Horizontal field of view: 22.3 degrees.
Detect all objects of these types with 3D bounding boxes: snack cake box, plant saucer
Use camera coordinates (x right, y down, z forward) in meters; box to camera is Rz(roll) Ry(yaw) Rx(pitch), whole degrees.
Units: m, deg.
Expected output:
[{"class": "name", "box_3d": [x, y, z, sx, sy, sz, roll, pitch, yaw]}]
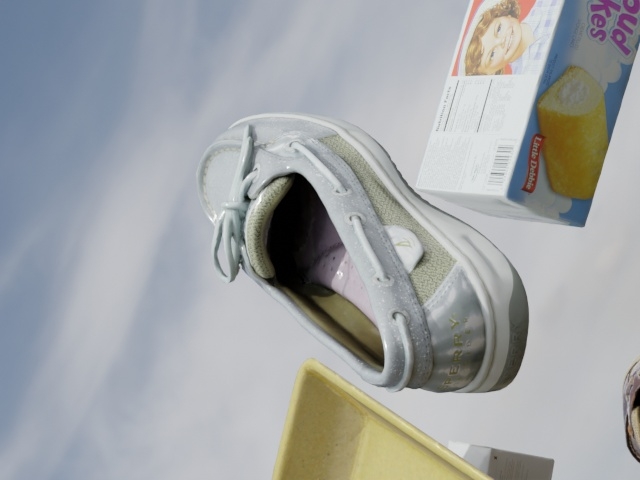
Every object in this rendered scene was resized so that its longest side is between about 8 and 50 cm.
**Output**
[{"class": "snack cake box", "box_3d": [0.188, -0.152, 1.396, 0.152, 0.089, 0.264, 10, 83, 64]}, {"class": "plant saucer", "box_3d": [0.071, 0.311, 1.405, 0.081, 0.333, 0.333, 1, -70, -39]}]

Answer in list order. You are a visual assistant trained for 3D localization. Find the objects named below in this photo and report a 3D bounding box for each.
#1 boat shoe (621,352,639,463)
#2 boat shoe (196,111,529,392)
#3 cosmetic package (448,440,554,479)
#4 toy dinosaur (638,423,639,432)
[{"class": "boat shoe", "box_3d": [0.397, 0.197, 1.876, 0.123, 0.123, 0.342, -54, -15, -26]}, {"class": "boat shoe", "box_3d": [0.000, 0.003, 1.028, 0.103, 0.320, 0.118, -5, -61, -33]}, {"class": "cosmetic package", "box_3d": [0.150, 0.314, 1.530, 0.099, 0.060, 0.239, 17, -99, -44]}, {"class": "toy dinosaur", "box_3d": [0.339, 0.118, 1.413, 0.183, 0.053, 0.092, -46, 18, 7]}]
